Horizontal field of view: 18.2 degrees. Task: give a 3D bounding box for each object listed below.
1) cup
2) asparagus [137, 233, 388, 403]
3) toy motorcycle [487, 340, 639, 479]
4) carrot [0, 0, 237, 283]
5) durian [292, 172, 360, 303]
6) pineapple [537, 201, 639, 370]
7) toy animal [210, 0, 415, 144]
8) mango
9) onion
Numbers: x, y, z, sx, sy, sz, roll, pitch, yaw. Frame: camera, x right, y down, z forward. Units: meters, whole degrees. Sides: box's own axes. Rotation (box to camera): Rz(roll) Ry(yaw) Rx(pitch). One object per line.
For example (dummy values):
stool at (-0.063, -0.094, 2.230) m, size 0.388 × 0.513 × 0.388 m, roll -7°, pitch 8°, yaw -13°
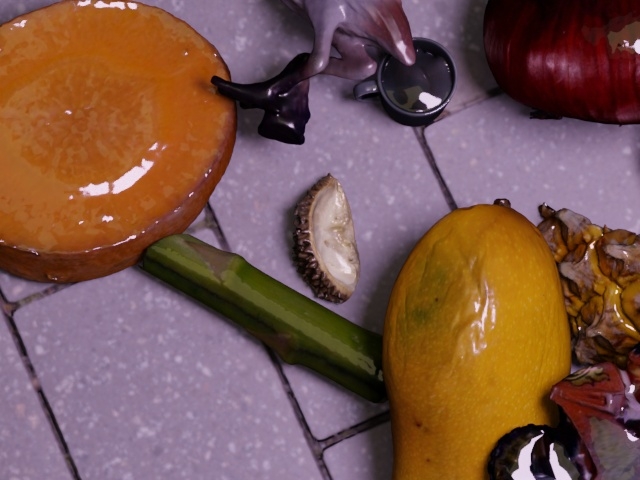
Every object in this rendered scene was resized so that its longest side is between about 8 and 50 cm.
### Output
cup at (0.081, -0.150, 1.947) m, size 0.100 × 0.077 × 0.078 m, roll -8°, pitch 81°, yaw -2°
asparagus at (-0.044, 0.069, 1.923) m, size 0.278 × 0.060 × 0.067 m, roll 31°, pitch 103°, yaw 4°
toy motorcycle at (0.362, 0.210, 1.795) m, size 0.401 × 0.134 × 0.207 m, roll 23°, pitch 89°, yaw -3°
carrot at (-0.224, -0.101, 1.929) m, size 0.307 × 0.100 × 0.258 m, roll -30°, pitch 86°, yaw -8°
durian at (0.004, -0.002, 1.936) m, size 0.066 × 0.052 × 0.130 m, roll -7°, pitch 80°, yaw -4°
pineapple at (0.336, 0.084, 1.870) m, size 0.334 × 0.158 × 0.161 m, roll 27°, pitch 82°, yaw 3°
toy animal at (-0.008, -0.254, 1.927) m, size 0.195 × 0.090 × 0.324 m, roll -4°, pitch 68°, yaw 9°
mango at (0.144, 0.140, 1.860) m, size 0.187 × 0.144 × 0.359 m, roll 0°, pitch 95°, yaw -26°
onion at (0.286, -0.236, 1.867) m, size 0.273 × 0.273 × 0.285 m, roll -7°, pitch 117°, yaw -2°
